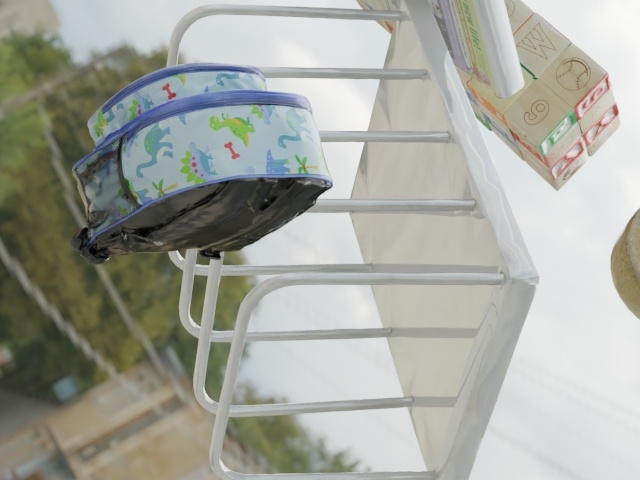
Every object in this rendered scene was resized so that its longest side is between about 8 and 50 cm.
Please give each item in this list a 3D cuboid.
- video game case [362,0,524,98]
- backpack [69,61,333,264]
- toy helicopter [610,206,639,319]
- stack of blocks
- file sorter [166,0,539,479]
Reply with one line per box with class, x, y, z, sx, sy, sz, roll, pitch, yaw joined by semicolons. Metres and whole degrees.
video game case;0.056;-0.217;1.250;0.193;0.023;0.212;40;-18;38
backpack;-0.058;-0.042;0.882;0.114;0.105;0.084;-23;-106;47
toy helicopter;0.344;0.002;1.087;0.140;0.355;0.235;120;-31;-60
stack of blocks;0.130;-0.190;1.610;0.297;0.087;0.171;44;1;17
file sorter;0.000;0.000;1.134;0.278;0.173;0.193;-106;-158;-45
